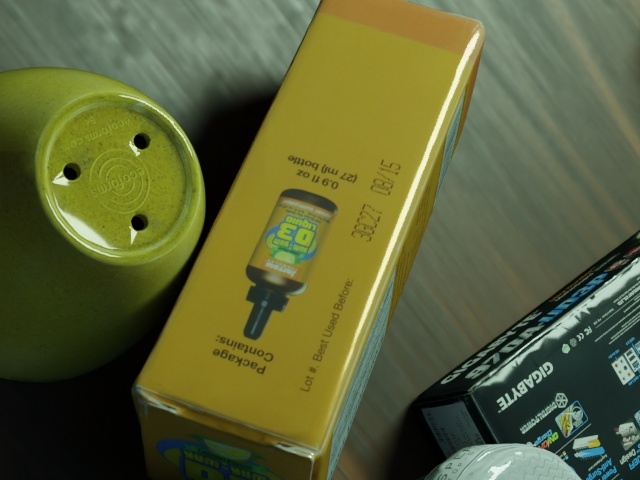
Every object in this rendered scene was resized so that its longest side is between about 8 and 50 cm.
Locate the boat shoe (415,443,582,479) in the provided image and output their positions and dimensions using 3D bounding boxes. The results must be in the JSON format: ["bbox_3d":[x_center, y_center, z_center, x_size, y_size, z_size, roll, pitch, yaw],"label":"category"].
[{"bbox_3d":[0.118,0.250,0.686,0.121,0.119,0.335,-17,81,-36],"label":"boat shoe"}]

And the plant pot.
[{"bbox_3d":[-0.100,-0.015,0.630,0.134,0.095,0.134,7,75,-29],"label":"plant pot"}]

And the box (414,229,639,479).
[{"bbox_3d":[0.174,0.097,0.793,0.220,0.051,0.175,-34,97,-32],"label":"box"}]

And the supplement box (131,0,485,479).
[{"bbox_3d":[0.000,0.000,0.665,0.078,0.080,0.233,18,55,8],"label":"supplement box"}]
